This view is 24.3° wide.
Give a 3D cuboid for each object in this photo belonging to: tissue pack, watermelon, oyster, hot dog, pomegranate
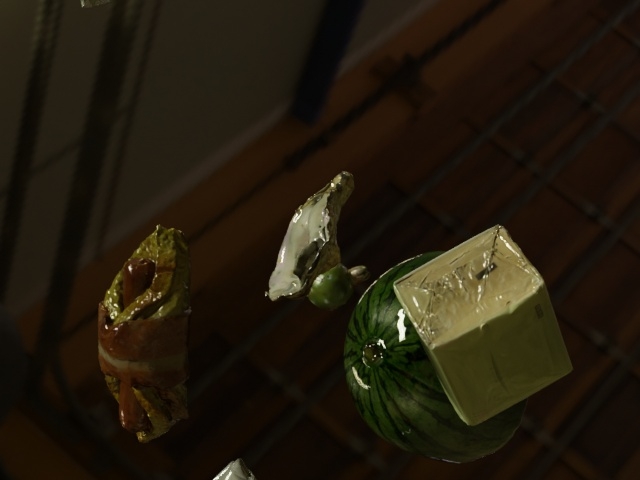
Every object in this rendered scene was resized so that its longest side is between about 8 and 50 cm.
[{"bbox_3d":[0.204,0.109,1.835,0.159,0.125,0.234,-29,-36,-1],"label":"tissue pack"},{"bbox_3d":[0.145,0.192,2.232,0.189,0.331,0.331,-9,-36,-31],"label":"watermelon"},{"bbox_3d":[0.000,0.000,1.894,0.191,0.081,0.163,-66,12,0],"label":"oyster"},{"bbox_3d":[-0.202,0.110,1.656,0.093,0.123,0.261,-6,-76,-36],"label":"hot dog"},{"bbox_3d":[0.020,0.056,2.018,0.084,0.073,0.073,-27,-21,-21],"label":"pomegranate"}]

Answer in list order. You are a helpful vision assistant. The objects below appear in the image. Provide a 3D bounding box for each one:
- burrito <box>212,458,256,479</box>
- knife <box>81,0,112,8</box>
[{"bbox_3d":[-0.044,0.271,1.175,0.064,0.203,0.064,-25,-17,-8],"label":"burrito"},{"bbox_3d":[-0.345,-0.364,2.184,0.298,0.017,0.047,-54,-32,-78],"label":"knife"}]
